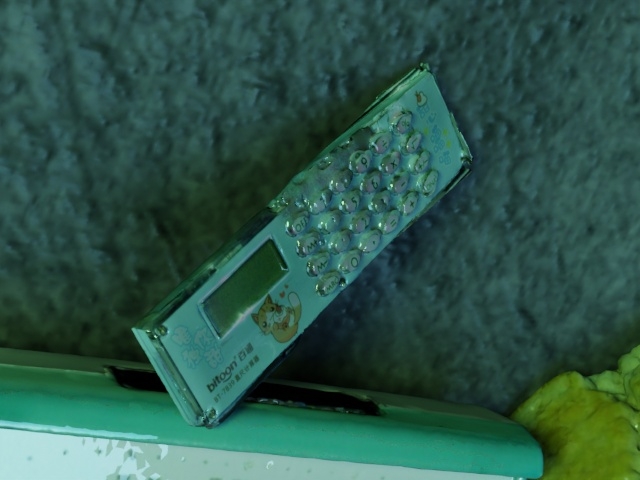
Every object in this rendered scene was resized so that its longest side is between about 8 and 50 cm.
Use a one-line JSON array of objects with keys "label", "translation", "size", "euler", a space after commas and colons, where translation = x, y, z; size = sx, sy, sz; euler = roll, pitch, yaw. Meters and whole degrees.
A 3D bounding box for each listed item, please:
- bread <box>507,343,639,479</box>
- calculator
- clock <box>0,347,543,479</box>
[{"label": "bread", "translation": [0.198, 0.133, 0.665], "size": [0.257, 0.124, 0.186], "euler": [-25, 128, -6]}, {"label": "calculator", "translation": [0.000, 0.000, 0.539], "size": [0.172, 0.018, 0.057], "euler": [-43, 121, -29]}, {"label": "clock", "translation": [-0.063, 0.162, 0.591], "size": [0.262, 0.116, 0.231], "euler": [9, 100, -24]}]
